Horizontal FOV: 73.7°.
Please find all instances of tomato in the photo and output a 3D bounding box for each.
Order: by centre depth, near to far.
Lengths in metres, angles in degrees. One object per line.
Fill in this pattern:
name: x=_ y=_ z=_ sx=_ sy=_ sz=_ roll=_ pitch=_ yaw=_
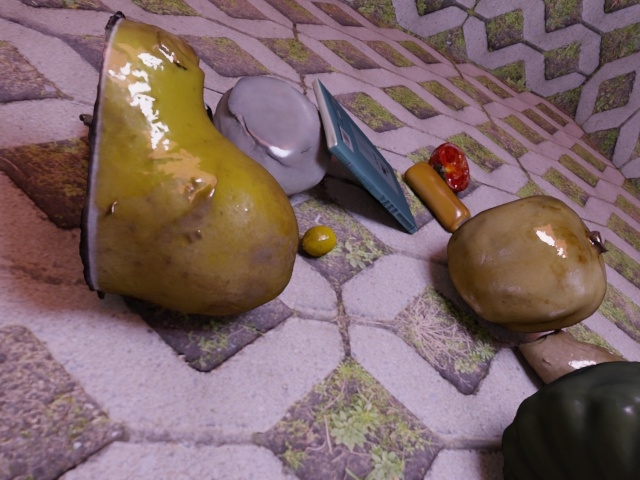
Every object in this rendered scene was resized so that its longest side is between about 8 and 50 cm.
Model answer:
tomato: x=0.394 y=-0.221 z=1.344 sx=0.139 sy=0.091 sz=0.159 roll=-23 pitch=92 yaw=-35

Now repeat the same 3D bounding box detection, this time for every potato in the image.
potato: x=-0.169 y=-0.082 z=0.648 sx=0.296 sy=0.290 sz=0.397 roll=9 pitch=86 yaw=-17

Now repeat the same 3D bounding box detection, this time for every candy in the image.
candy: x=-0.107 y=-0.223 z=0.947 sx=0.295 sy=0.185 sz=0.295 roll=13 pitch=59 yaw=-23

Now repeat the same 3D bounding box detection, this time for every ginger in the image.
ginger: x=0.565 y=0.281 z=0.922 sx=0.267 sy=0.138 sz=0.152 roll=31 pitch=35 yaw=5

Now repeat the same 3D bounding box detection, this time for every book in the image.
book: x=0.115 y=-0.199 z=1.051 sx=0.379 sy=0.031 sz=0.264 roll=38 pitch=30 yaw=-42

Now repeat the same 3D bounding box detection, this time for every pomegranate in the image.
pomegranate: x=0.456 y=0.045 z=0.953 sx=0.332 sy=0.332 sz=0.332 roll=18 pitch=42 yaw=-17

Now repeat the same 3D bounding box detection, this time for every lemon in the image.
lemon: x=0.000 y=0.000 z=0.885 sx=0.092 sy=0.065 sz=0.065 roll=-12 pitch=57 yaw=-42

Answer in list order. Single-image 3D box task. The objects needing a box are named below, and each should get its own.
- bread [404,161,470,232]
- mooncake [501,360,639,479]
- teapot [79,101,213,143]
bread: x=0.341 y=-0.130 z=1.230 sx=0.092 sy=0.074 sz=0.239 roll=-7 pitch=55 yaw=-44
mooncake: x=0.447 y=0.361 z=0.601 sx=0.194 sy=0.356 sz=0.356 roll=-9 pitch=56 yaw=-32
teapot: x=-0.328 y=-0.216 z=0.835 sx=0.193 sy=0.129 sz=0.294 roll=44 pitch=42 yaw=12
